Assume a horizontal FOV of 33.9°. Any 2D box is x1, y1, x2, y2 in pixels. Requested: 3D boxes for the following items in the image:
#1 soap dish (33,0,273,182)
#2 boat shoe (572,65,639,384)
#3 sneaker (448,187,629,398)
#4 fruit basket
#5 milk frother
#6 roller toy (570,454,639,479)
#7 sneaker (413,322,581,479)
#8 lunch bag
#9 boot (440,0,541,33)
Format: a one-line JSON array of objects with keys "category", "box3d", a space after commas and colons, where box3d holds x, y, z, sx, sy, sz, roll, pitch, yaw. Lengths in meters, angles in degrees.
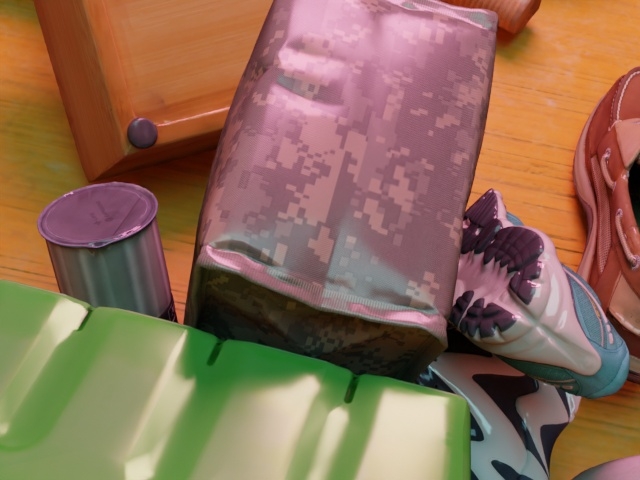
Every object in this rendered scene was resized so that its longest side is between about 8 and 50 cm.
[{"category": "soap dish", "box3d": [-0.078, -0.191, 0.855, 0.290, 0.118, 0.229, -17, 104, -17]}, {"category": "boat shoe", "box3d": [0.279, -0.037, 0.848, 0.122, 0.120, 0.324, 17, 48, -3]}, {"category": "sneaker", "box3d": [0.138, 0.042, 0.761, 0.110, 0.275, 0.107, 37, 100, -13]}, {"category": "fruit basket", "box3d": [-0.103, 0.231, 0.552, 0.391, 0.283, 0.392, -2, 59, 3]}, {"category": "milk frother", "box3d": [-0.183, 0.036, 0.760, 0.143, 0.135, 0.129, -19, 34, -20]}, {"category": "roller toy", "box3d": [0.250, 0.228, 0.673, 0.191, 0.209, 0.146, 9, 61, -9]}, {"category": "sneaker", "box3d": [0.090, 0.152, 0.755, 0.153, 0.094, 0.235, 23, 61, 7]}, {"category": "lunch bag", "box3d": [0.000, 0.000, 0.721, 0.168, 0.287, 0.235, 17, 61, -5]}, {"category": "boot", "box3d": [0.178, -0.349, 1.038, 0.211, 0.104, 0.295, 37, 67, 13]}]
